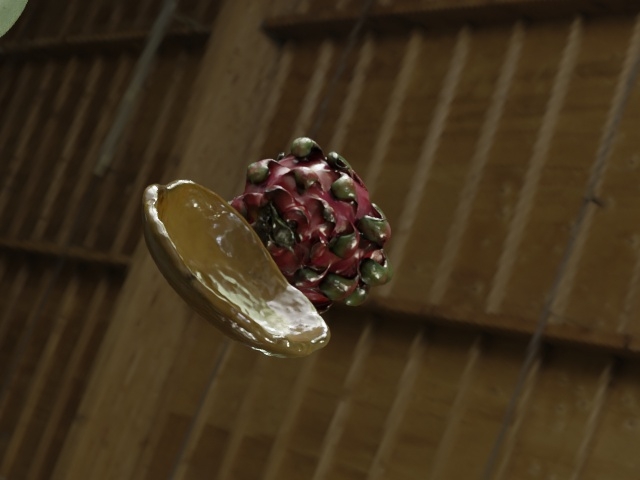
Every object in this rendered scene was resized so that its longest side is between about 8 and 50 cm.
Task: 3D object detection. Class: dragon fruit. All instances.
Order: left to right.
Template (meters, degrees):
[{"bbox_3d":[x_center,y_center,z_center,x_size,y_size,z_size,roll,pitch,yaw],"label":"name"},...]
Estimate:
[{"bbox_3d":[-0.004,0.004,1.794,0.218,0.273,0.198,-20,-146,30],"label":"dragon fruit"}]

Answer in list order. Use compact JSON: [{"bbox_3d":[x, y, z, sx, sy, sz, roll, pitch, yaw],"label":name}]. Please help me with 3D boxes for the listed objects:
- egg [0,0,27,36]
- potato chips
[{"bbox_3d":[-0.361,-0.289,1.462,0.149,0.149,0.192,12,-83,54],"label":"egg"},{"bbox_3d":[-0.086,0.037,1.292,0.062,0.208,0.195,-44,-148,16],"label":"potato chips"}]
